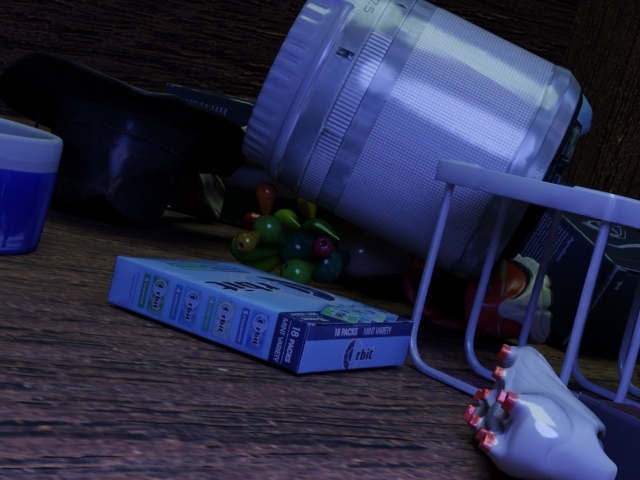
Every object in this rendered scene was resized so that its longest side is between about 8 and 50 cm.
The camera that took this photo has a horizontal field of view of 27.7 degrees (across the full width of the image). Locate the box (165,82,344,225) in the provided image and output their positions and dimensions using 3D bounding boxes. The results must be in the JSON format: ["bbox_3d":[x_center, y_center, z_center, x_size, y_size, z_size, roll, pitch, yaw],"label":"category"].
[{"bbox_3d":[-0.071,-0.114,1.968,0.313,0.179,0.343,15,6,4],"label":"box"}]

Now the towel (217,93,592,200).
[{"bbox_3d":[0.092,-0.123,1.589,0.320,0.090,0.374,-25,22,-33],"label":"towel"}]

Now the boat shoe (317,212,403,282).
[{"bbox_3d":[0.155,0.004,1.675,0.341,0.110,0.121,13,5,-5],"label":"boat shoe"}]

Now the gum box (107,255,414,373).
[{"bbox_3d":[-0.045,0.056,1.011,0.184,0.041,0.157,16,6,31],"label":"gum box"}]

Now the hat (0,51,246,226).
[{"bbox_3d":[-0.247,-0.090,1.512,0.331,0.134,0.331,16,-14,4],"label":"hat"}]

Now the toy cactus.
[{"bbox_3d":[0.000,0.000,1.304,0.181,0.112,0.219,4,4,-7],"label":"toy cactus"}]

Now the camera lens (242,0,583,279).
[{"bbox_3d":[0.091,-0.107,1.222,0.274,0.219,0.219,27,6,3],"label":"camera lens"}]

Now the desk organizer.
[{"bbox_3d":[0.214,0.138,0.798,0.050,0.047,0.130,13,5,-33],"label":"desk organizer"}]

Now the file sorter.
[{"bbox_3d":[0.239,0.053,1.055,0.278,0.173,0.193,10,6,-36],"label":"file sorter"}]

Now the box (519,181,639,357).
[{"bbox_3d":[0.285,0.024,1.451,0.153,0.108,0.207,13,27,-40],"label":"box"}]

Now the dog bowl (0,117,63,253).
[{"bbox_3d":[-0.370,-0.070,1.154,0.265,0.104,0.265,13,6,-1],"label":"dog bowl"}]

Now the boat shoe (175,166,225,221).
[{"bbox_3d":[-0.167,-0.089,1.731,0.063,0.059,0.170,12,-25,16],"label":"boat shoe"}]

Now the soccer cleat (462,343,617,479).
[{"bbox_3d":[0.134,0.114,0.796,0.076,0.068,0.196,29,7,2],"label":"soccer cleat"}]

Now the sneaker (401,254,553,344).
[{"bbox_3d":[0.136,0.039,1.354,0.118,0.107,0.279,0,7,-20],"label":"sneaker"}]
